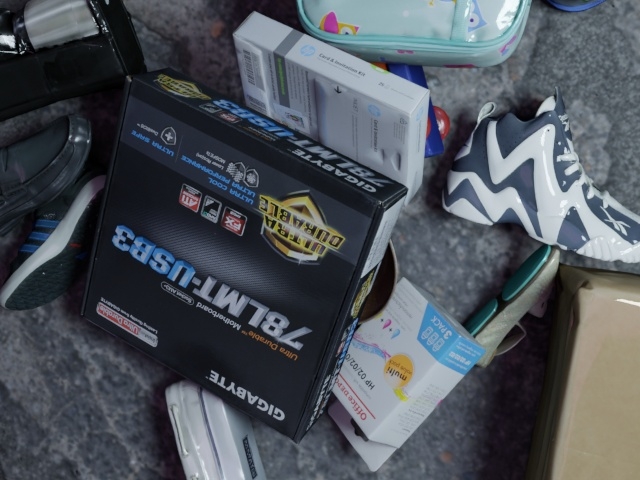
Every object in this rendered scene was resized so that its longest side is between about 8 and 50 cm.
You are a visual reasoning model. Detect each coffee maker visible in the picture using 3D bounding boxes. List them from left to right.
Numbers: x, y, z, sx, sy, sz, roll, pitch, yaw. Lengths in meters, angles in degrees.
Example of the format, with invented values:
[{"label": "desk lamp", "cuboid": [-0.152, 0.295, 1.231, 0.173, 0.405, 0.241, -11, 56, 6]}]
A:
[{"label": "coffee maker", "cuboid": [-0.292, -0.187, 0.943, 0.178, 0.120, 0.171, -15, 94, 10]}]

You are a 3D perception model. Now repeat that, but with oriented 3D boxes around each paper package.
[{"label": "paper package", "cuboid": [0.379, 0.201, 0.855, 0.325, 0.168, 0.309, 9, 96, 7]}]

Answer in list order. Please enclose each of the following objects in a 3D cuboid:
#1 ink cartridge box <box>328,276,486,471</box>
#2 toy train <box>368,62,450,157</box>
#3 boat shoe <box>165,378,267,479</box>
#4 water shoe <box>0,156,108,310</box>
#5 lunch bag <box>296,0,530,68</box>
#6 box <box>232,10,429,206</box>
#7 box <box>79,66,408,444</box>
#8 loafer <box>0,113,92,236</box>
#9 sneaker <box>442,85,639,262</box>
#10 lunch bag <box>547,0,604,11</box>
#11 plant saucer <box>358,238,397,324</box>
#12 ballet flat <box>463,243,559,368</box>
[{"label": "ink cartridge box", "cuboid": [0.073, 0.144, 0.923, 0.181, 0.061, 0.104, -50, 48, 9]}, {"label": "toy train", "cuboid": [0.035, -0.194, 0.913, 0.143, 0.105, 0.248, -15, 92, 22]}, {"label": "boat shoe", "cuboid": [-0.114, 0.281, 0.969, 0.088, 0.096, 0.267, -14, 91, 13]}, {"label": "water shoe", "cuboid": [-0.303, -0.006, 0.996, 0.203, 0.073, 0.080, -47, 59, 11]}, {"label": "lunch bag", "cuboid": [0.101, -0.301, 0.780, 0.224, 0.108, 0.279, 8, 92, 17]}, {"label": "box", "cuboid": [0.010, -0.121, 0.817, 0.186, 0.145, 0.038, 29, 66, 19]}, {"label": "box", "cuboid": [-0.093, 0.016, 0.885, 0.296, 0.073, 0.293, 28, 118, 17]}, {"label": "loafer", "cuboid": [-0.336, -0.070, 0.946, 0.223, 0.078, 0.076, -31, 53, 28]}, {"label": "sneaker", "cuboid": [0.255, -0.075, 0.886, 0.235, 0.094, 0.153, 18, 106, 16]}, {"label": "lunch bag", "cuboid": [0.253, -0.396, 0.854, 0.243, 0.115, 0.303, -33, 88, 15]}, {"label": "plant saucer", "cuboid": [0.000, 0.000, 0.920, 0.199, 0.036, 0.198, 20, 130, 25]}, {"label": "ballet flat", "cuboid": [0.207, 0.072, 0.917, 0.052, 0.057, 0.168, 35, 120, -6]}]
